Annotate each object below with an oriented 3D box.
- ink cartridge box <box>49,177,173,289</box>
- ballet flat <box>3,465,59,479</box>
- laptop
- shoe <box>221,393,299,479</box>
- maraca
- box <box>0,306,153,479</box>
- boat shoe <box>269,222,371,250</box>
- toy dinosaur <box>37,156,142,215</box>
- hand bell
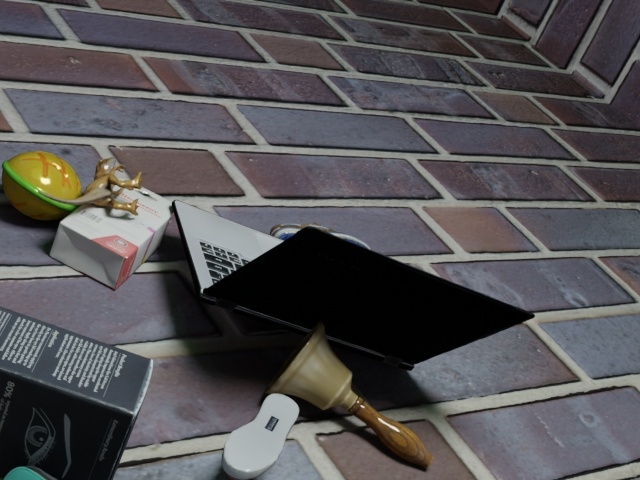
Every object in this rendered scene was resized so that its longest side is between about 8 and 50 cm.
[{"bbox_3d":[-0.308,-0.016,1.671,0.115,0.067,0.198,27,30,6],"label":"ink cartridge box"},{"bbox_3d":[-0.255,0.308,1.159,0.203,0.074,0.074,29,27,28],"label":"ballet flat"},{"bbox_3d":[0.029,0.024,1.607,0.382,0.236,0.408,22,24,-29],"label":"laptop"},{"bbox_3d":[-0.082,0.264,1.356,0.063,0.081,0.178,28,26,7],"label":"shoe"},{"bbox_3d":[-0.414,-0.080,1.674,0.127,0.099,0.186,39,6,15],"label":"maraca"},{"bbox_3d":[-0.313,0.187,1.239,0.207,0.153,0.108,21,28,-8],"label":"box"},{"bbox_3d":[0.000,0.000,1.881,0.183,0.066,0.066,14,23,-26],"label":"boat shoe"},{"bbox_3d":[-0.328,-0.069,1.630,0.112,0.064,0.211,6,19,5],"label":"toy dinosaur"},{"bbox_3d":[0.057,0.234,1.523,0.242,0.126,0.126,38,29,-2],"label":"hand bell"}]
